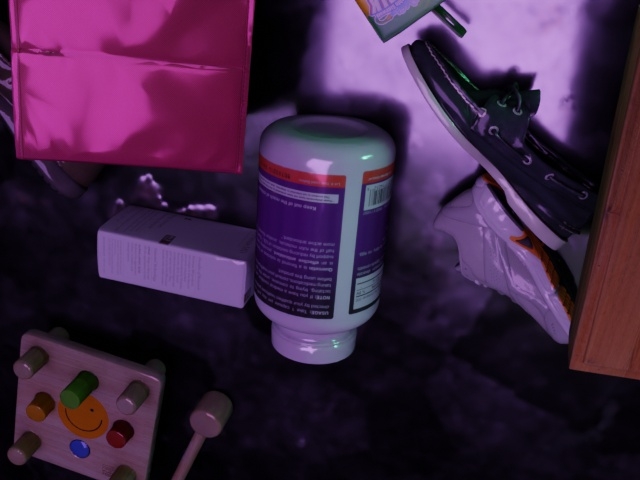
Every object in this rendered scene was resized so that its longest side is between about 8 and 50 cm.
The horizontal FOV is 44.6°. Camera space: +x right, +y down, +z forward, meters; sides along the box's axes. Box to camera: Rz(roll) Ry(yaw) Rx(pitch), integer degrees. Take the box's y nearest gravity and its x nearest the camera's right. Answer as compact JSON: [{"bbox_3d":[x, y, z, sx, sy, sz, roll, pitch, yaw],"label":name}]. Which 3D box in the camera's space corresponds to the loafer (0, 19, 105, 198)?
[{"bbox_3d":[-0.428,-0.238,1.131,0.130,0.134,0.366,-36,111,-3],"label":"loafer"}]

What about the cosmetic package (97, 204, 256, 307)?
[{"bbox_3d":[-0.204,0.020,1.171,0.231,0.117,0.086,10,115,9],"label":"cosmetic package"}]

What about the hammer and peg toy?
[{"bbox_3d":[-0.348,0.316,1.320,0.361,0.127,0.266,18,115,6],"label":"hammer and peg toy"}]

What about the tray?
[{"bbox_3d":[0.383,-0.018,0.777,0.202,0.076,0.411,7,128,13],"label":"tray"}]

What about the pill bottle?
[{"bbox_3d":[0.000,0.000,1.075,0.181,0.181,0.323,9,114,10],"label":"pill bottle"}]

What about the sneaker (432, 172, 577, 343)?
[{"bbox_3d":[0.259,0.039,1.084,0.121,0.099,0.262,-32,94,31],"label":"sneaker"}]

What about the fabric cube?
[{"bbox_3d":[-0.217,-0.243,0.955,0.258,0.254,0.259,3,113,-9],"label":"fabric cube"}]

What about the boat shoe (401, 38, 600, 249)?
[{"bbox_3d":[0.242,-0.140,0.987,0.113,0.127,0.340,-36,102,25],"label":"boat shoe"}]

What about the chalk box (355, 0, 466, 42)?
[{"bbox_3d":[0.105,-0.330,0.940,0.132,0.132,0.213,-30,101,23],"label":"chalk box"}]
